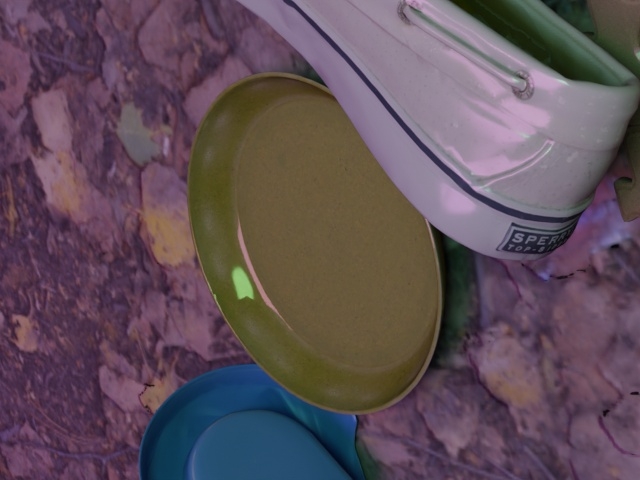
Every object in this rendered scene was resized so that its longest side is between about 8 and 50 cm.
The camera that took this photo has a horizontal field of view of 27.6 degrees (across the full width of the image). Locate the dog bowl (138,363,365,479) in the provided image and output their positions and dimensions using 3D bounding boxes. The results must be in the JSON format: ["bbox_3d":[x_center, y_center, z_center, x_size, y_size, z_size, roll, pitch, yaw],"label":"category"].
[{"bbox_3d":[-0.006,0.221,0.904,0.297,0.166,0.074,46,146,23],"label":"dog bowl"}]

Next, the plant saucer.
[{"bbox_3d":[0.000,0.000,0.883,0.241,0.037,0.241,23,124,39],"label":"plant saucer"}]

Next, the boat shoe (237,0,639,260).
[{"bbox_3d":[0.033,-0.168,0.680,0.367,0.136,0.156,54,134,30],"label":"boat shoe"}]

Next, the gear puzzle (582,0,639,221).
[{"bbox_3d":[0.213,-0.064,0.626,0.339,0.044,0.175,-5,105,51],"label":"gear puzzle"}]
